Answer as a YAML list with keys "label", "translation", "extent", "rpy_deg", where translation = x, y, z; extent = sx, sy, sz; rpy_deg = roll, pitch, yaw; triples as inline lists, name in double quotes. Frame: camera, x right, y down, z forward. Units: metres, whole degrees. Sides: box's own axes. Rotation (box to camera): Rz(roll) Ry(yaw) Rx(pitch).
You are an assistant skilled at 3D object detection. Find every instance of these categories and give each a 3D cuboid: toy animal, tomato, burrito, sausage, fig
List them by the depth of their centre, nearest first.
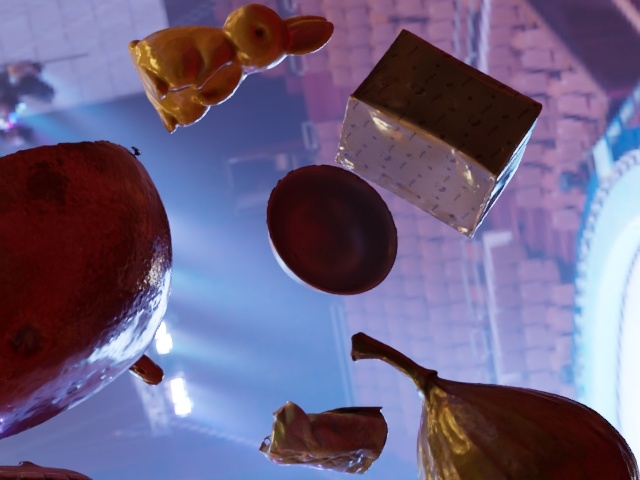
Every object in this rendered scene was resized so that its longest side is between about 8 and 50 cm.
- label: "toy animal"
  translation: [-0.068, -0.156, 1.004]
  extent: [0.070, 0.159, 0.083]
  rpy_deg: [77, 168, -57]
- label: "tomato"
  translation: [-0.247, 0.072, 1.087]
  extent: [0.143, 0.338, 0.338]
  rpy_deg: [47, 169, 17]
- label: "fig"
  translation: [0.153, 0.200, 1.259]
  extent: [0.321, 0.217, 0.217]
  rpy_deg: [46, 175, 7]
- label: "sausage"
  translation: [-0.278, 0.156, 1.764]
  extent: [0.158, 0.042, 0.036]
  rpy_deg: [45, -124, -40]
- label: "burrito"
  translation: [0.006, 0.343, 2.147]
  extent: [0.089, 0.229, 0.144]
  rpy_deg: [54, 126, 42]

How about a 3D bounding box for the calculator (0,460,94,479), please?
- label: "calculator"
  translation: [-0.297, 0.354, 1.534]
  extent: [0.294, 0.194, 0.043]
  rpy_deg: [34, 105, 43]

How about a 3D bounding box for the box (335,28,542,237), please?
- label: "box"
  translation: [0.209, -0.192, 2.265]
  extent: [0.190, 0.297, 0.225]
  rpy_deg: [-55, -11, -26]

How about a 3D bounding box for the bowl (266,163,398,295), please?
- label: "bowl"
  translation: [0.000, 0.000, 1.670]
  extent: [0.086, 0.189, 0.189]
  rpy_deg: [-45, 49, 54]
